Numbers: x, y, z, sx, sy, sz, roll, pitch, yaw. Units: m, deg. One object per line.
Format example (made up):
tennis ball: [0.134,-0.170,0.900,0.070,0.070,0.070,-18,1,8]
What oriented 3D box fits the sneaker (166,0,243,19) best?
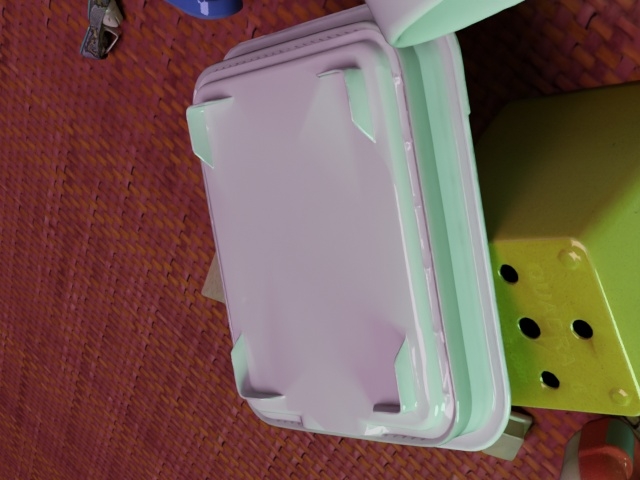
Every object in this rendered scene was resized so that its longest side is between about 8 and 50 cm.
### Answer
sneaker: [-0.169,-0.293,1.071,0.232,0.081,0.091,23,132,24]

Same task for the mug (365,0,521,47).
mug: [0.066,-0.306,0.650,0.374,0.276,0.328,-24,93,60]

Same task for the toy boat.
toy boat: [0.322,0.252,0.968,0.151,0.151,0.231,-30,97,24]

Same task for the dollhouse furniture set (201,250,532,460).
dollhouse furniture set: [0.086,0.010,1.080,0.355,0.174,0.303,19,126,-4]

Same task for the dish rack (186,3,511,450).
dish rack: [0.000,0.000,0.840,0.285,0.072,0.333,-4,98,49]

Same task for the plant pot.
plant pot: [0.204,0.017,0.832,0.212,0.187,0.212,-2,118,48]

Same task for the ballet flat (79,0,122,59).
ballet flat: [-0.240,-0.243,1.223,0.041,0.041,0.114,43,143,12]
